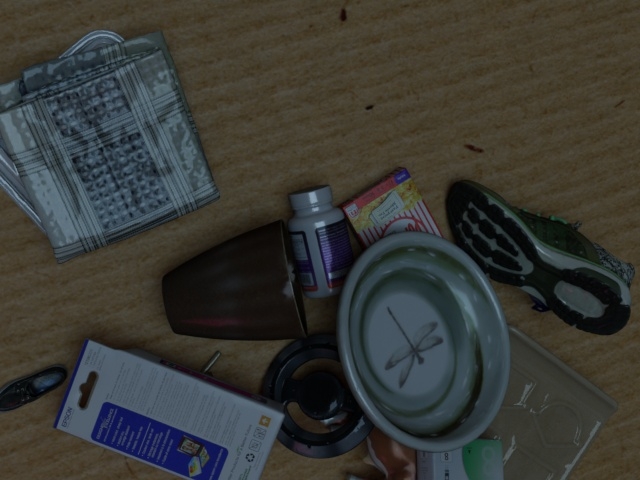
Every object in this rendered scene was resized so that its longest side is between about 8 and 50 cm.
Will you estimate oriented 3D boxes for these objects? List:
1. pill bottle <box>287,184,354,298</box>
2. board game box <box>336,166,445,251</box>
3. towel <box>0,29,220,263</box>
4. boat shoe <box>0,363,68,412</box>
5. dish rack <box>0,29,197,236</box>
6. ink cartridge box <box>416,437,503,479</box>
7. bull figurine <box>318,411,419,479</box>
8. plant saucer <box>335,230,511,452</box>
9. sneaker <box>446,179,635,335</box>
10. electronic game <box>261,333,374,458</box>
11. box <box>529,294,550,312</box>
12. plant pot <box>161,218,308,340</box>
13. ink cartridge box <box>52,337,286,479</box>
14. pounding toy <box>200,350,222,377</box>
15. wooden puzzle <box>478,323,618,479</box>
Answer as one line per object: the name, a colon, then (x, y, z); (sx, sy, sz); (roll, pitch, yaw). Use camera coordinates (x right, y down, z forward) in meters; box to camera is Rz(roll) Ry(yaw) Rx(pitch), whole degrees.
pill bottle: (0.000, 0.000, 1.832); (0.108, 0.108, 0.194); (-15, 100, -12)
board game box: (0.142, -0.020, 1.897); (0.146, 0.045, 0.194); (-33, 103, -8)
towel: (-0.359, -0.163, 1.682); (0.312, 0.056, 0.324); (-22, 100, -12)
boat shoe: (-0.516, 0.263, 1.767); (0.142, 0.040, 0.049); (-28, 102, -10)
dish rack: (-0.405, -0.175, 1.734); (0.333, 0.072, 0.286); (-42, 103, -8)
ink cartridge box: (0.262, 0.478, 1.841); (0.180, 0.056, 0.225); (10, 70, -35)
bull figurine: (0.111, 0.364, 1.880); (0.188, 0.101, 0.311); (-21, 80, 10)
plant saucer: (0.172, 0.186, 1.819); (0.400, 0.100, 0.401); (11, 70, -33)
sneaker: (0.426, 0.009, 1.909); (0.410, 0.158, 0.182); (37, 44, 10)
electronic game: (0.001, 0.287, 1.845); (0.229, 0.048, 0.229); (-4, 75, 14)
box: (0.475, 0.091, 1.973); (0.136, 0.081, 0.028); (-35, 103, -8)
plant pot: (-0.156, 0.092, 1.768); (0.230, 0.215, 0.216); (-12, 99, 1)
ink cartridge box: (-0.261, 0.309, 1.741); (0.370, 0.069, 0.176); (21, 97, -4)
pounding toy: (-0.238, 0.290, 1.822); (0.130, 0.100, 0.141); (-9, 96, 2)
wooden puzzle: (0.374, 0.377, 1.986); (0.322, 0.080, 0.348); (36, 92, -14)
